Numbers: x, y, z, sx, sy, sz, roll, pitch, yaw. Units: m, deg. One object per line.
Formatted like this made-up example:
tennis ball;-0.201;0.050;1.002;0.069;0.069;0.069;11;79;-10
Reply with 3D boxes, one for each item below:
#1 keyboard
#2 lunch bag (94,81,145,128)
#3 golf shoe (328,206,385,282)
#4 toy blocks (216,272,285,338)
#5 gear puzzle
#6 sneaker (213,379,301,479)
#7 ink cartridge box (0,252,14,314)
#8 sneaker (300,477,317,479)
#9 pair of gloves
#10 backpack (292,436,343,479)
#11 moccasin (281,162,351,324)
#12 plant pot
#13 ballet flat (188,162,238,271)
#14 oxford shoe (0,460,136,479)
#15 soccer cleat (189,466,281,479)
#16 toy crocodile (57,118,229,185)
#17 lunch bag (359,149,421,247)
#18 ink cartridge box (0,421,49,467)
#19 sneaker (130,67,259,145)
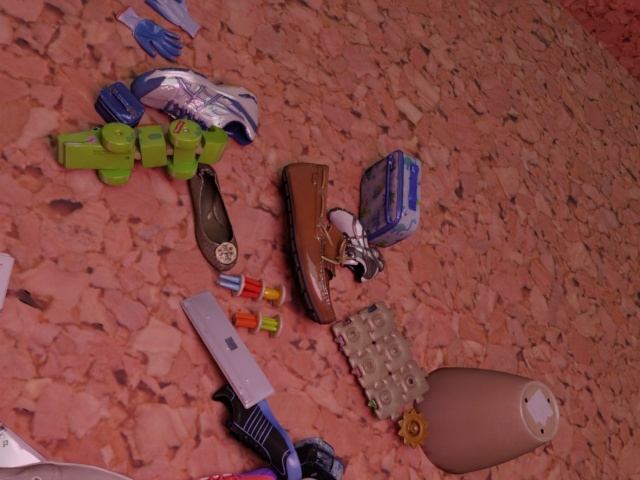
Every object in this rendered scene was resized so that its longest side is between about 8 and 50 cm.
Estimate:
keyboard;-0.187;0.211;1.221;0.072;0.014;0.256;-20;66;-42
lunch bag;-0.416;-0.279;1.268;0.098;0.065;0.067;49;53;-9
golf shoe;0.074;0.012;1.476;0.094;0.077;0.198;-39;95;-37
toy blocks;-0.152;0.135;1.292;0.148;0.054;0.123;17;63;-27
gear puzzle;0.160;0.318;1.427;0.175;0.044;0.339;-24;82;-30
sneaker;-0.124;0.372;1.179;0.090;0.081;0.232;-20;57;-27
ink cartridge box;-0.595;0.109;0.991;0.139;0.082;0.191;16;63;-28
sneaker;-0.098;0.595;1.101;0.131;0.148;0.350;39;50;-5
pair of gloves;-0.364;-0.510;1.417;0.159;0.023;0.198;39;56;-16
backpack;-0.011;0.456;1.234;0.114;0.105;0.084;46;33;-22
moccasin;0.000;0.001;1.389;0.146;0.139;0.380;-4;64;-8
plant pot;0.400;0.404;1.419;0.256;0.274;0.257;13;65;-29
ballet flat;-0.229;-0.057;1.312;0.084;0.058;0.250;-7;76;-34
oxford shoe;-0.411;0.349;0.747;0.449;0.130;0.169;19;62;-27
soccer cleat;-0.213;0.471;1.097;0.318;0.108;0.117;-19;80;-34
toy crocodile;-0.349;-0.190;1.232;0.340;0.115;0.105;-7;53;-22
lunch bag;0.174;-0.105;1.523;0.090;0.176;0.219;19;64;-27
ink cartridge box;-0.523;0.357;0.873;0.270;0.198;0.197;46;55;-10
sneaker;-0.264;-0.285;1.343;0.296;0.111;0.131;4;72;-31
